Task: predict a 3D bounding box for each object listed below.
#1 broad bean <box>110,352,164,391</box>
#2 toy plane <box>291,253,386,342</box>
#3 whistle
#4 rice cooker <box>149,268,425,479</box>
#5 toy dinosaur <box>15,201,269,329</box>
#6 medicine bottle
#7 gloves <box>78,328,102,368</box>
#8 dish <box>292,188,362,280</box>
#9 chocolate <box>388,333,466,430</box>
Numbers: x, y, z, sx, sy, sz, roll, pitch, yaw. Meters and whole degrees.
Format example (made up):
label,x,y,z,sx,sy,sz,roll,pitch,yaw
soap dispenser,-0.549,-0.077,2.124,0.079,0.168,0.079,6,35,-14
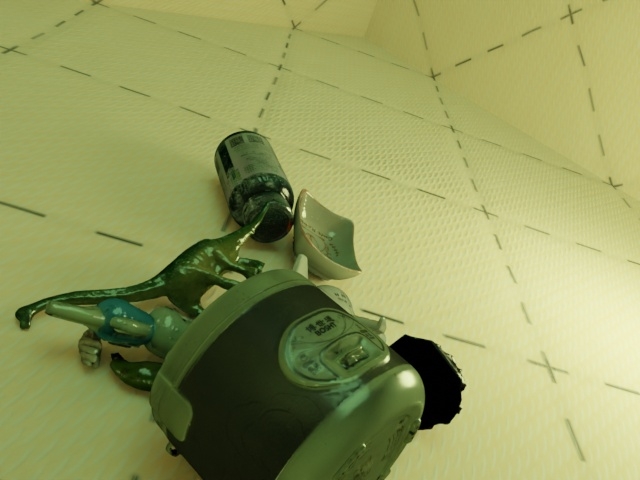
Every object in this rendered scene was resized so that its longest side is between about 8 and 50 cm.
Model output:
label,x,y,z,sx,sy,sz,roll,pitch,yaw
broad bean,-0.209,0.197,0.922,0.195,0.046,0.061,16,20,-6
toy plane,-0.005,0.113,1.054,0.245,0.117,0.244,19,-14,5
whistle,-0.272,0.120,0.932,0.236,0.077,0.114,21,-10,-30
rice cooker,-0.040,0.196,0.804,0.277,0.288,0.288,39,33,28
toy dinosaur,-0.259,0.038,1.102,0.301,0.087,0.447,19,41,1
medicine bottle,-0.140,-0.116,1.398,0.141,0.141,0.293,7,31,-25
gloves,-0.329,0.154,0.929,0.037,0.044,0.081,-30,26,-10
dish,0.000,0.000,1.343,0.151,0.077,0.212,34,24,-21
chocolate,0.172,0.225,1.063,0.156,0.156,0.133,32,15,18
